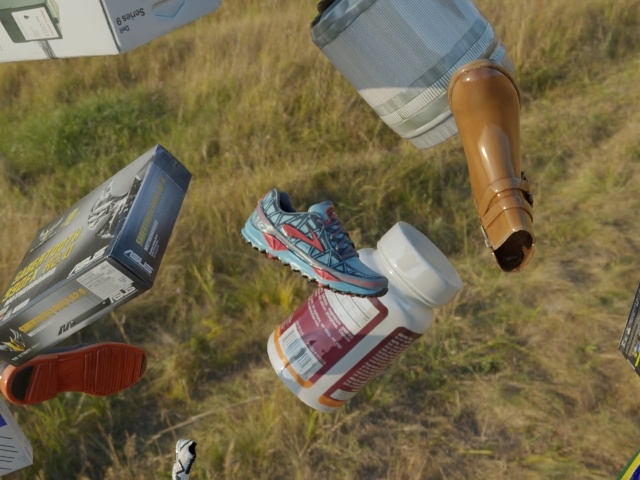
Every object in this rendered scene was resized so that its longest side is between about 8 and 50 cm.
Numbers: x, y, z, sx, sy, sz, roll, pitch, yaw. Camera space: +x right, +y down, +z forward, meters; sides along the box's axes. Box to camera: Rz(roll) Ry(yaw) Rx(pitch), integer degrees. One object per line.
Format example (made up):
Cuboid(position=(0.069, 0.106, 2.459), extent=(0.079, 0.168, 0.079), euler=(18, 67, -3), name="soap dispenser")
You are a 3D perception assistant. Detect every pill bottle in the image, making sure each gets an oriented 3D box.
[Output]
Cuboid(position=(0.093, 0.157, 1.399), extent=(0.392, 0.224, 0.224), euler=(-45, 22, 17), name="pill bottle")

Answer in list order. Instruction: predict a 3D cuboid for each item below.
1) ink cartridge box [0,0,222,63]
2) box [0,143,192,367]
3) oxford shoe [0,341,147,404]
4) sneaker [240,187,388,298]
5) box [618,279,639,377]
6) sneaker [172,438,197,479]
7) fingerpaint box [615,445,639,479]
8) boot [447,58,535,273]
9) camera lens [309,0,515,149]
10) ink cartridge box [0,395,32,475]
Cuboid(position=(-0.310, -0.327, 0.872), extent=(0.289, 0.121, 0.211), euler=(6, 36, 30), name="ink cartridge box")
Cuboid(position=(-0.255, 0.016, 0.726), extent=(0.231, 0.056, 0.183), euler=(-28, 35, 28), name="box")
Cuboid(position=(-0.426, 0.214, 1.146), extent=(0.098, 0.097, 0.271), euler=(12, 3, 40), name="oxford shoe")
Cuboid(position=(0.000, 0.000, 1.053), extent=(0.262, 0.125, 0.104), euler=(28, 6, 15), name="sneaker")
Cuboid(position=(0.532, 0.087, 0.970), extent=(0.060, 0.270, 0.216), euler=(11, 15, 4), name="box")
Cuboid(position=(-0.300, 0.497, 1.480), extent=(0.044, 0.040, 0.109), euler=(-13, 64, 25), name="sneaker")
Cuboid(position=(0.611, 0.414, 1.010), extent=(0.163, 0.445, 0.371), euler=(34, 3, 5), name="fingerpaint box")
Cuboid(position=(0.183, -0.071, 0.675), extent=(0.073, 0.197, 0.152), euler=(-13, 52, 17), name="boot")
Cuboid(position=(0.137, -0.307, 1.026), extent=(0.219, 0.274, 0.219), euler=(-41, 15, 14), name="camera lens")
Cuboid(position=(-0.587, 0.328, 1.151), extent=(0.097, 0.207, 0.046), euler=(-19, 36, -12), name="ink cartridge box")
